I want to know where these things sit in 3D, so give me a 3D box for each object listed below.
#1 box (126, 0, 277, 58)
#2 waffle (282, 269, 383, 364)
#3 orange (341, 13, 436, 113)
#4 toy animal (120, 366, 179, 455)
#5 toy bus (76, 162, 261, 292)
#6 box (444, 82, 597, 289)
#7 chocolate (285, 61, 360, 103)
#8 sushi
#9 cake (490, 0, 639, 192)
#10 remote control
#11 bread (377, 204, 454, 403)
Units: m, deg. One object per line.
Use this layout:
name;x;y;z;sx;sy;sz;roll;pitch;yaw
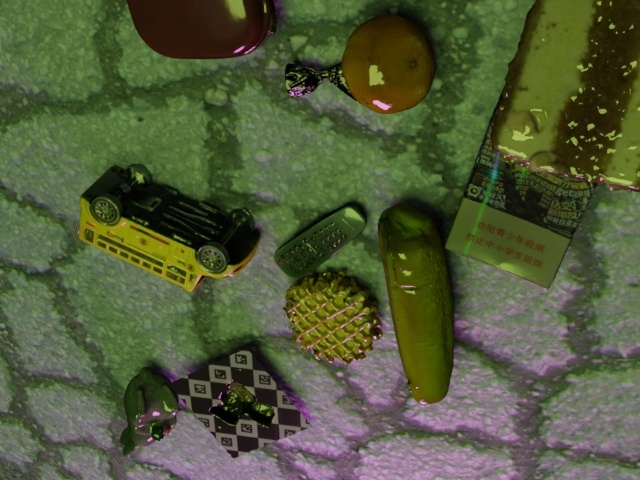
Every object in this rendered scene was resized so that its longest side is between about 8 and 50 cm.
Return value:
box;-0.216;-0.481;1.807;0.263;0.108;0.404;1;121;21
waffle;0.020;0.145;2.143;0.197;0.070;0.193;1;121;24
orange;0.104;-0.279;1.788;0.136;0.159;0.159;7;129;53
toy animal;-0.378;0.388;2.445;0.125;0.127;0.251;20;141;-5
toy bus;-0.285;-0.011;2.116;0.330;0.144;0.152;24;127;7
box;0.343;-0.087;1.852;0.198;0.084;0.310;22;127;8
chocolate;0.016;-0.271;1.889;0.147;0.070;0.072;3;112;8
sushi;-0.163;0.330;2.349;0.220;0.047;0.231;-26;113;28
cake;0.408;-0.210;1.592;0.290;0.256;0.282;17;95;8
remote control;0.000;0.000;2.072;0.072;0.042;0.222;47;127;-11
bread;0.182;0.115;2.007;0.112;0.166;0.383;-11;120;0
